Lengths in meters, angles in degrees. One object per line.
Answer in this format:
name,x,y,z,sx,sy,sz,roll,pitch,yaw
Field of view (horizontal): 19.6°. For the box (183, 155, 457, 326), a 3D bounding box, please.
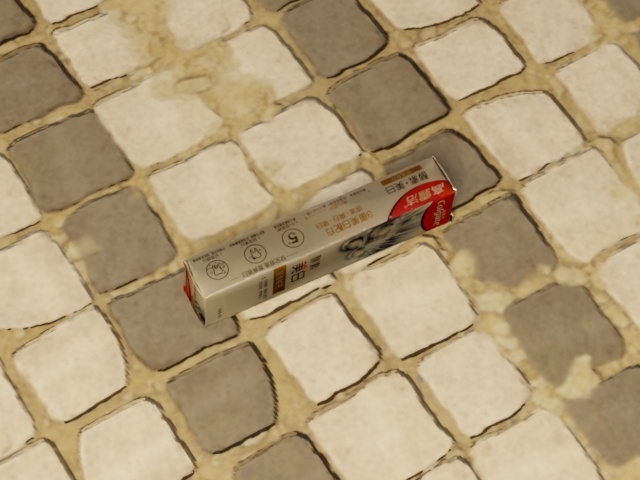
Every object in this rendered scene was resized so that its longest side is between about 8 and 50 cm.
box,0.000,0.000,1.427,0.218,0.055,0.039,-23,65,-14
